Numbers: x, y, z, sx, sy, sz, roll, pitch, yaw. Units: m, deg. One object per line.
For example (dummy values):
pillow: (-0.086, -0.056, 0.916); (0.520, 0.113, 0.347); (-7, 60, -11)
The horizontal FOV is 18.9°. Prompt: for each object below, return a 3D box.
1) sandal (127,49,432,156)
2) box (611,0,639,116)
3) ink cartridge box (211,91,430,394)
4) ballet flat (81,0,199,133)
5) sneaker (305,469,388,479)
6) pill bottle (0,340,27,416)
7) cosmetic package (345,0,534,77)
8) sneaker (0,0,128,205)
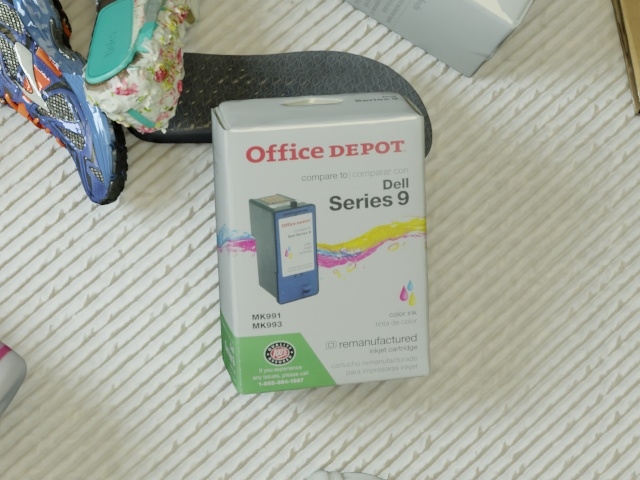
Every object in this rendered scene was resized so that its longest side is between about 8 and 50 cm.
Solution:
sandal: (-0.034, -0.107, 1.558); (0.254, 0.054, 0.097); (9, 72, 3)
box: (0.349, -0.196, 1.641); (0.201, 0.021, 0.164); (-8, 82, -10)
ink cartridge box: (0.000, 0.000, 1.478); (0.154, 0.093, 0.212); (-4, 105, -9)
ballet flat: (-0.134, -0.173, 1.515); (0.077, 0.091, 0.241); (49, 36, -35)
sneaker: (0.035, 0.285, 1.487); (0.094, 0.080, 0.212); (5, 78, -20)
pill bottle: (-0.373, 0.075, 1.412); (0.283, 0.160, 0.160); (35, 77, -2)
cosmetic package: (0.098, -0.254, 1.546); (0.183, 0.151, 0.151); (32, 77, -3)
sneaker: (-0.220, -0.122, 1.521); (0.087, 0.083, 0.221); (-29, 80, 1)
